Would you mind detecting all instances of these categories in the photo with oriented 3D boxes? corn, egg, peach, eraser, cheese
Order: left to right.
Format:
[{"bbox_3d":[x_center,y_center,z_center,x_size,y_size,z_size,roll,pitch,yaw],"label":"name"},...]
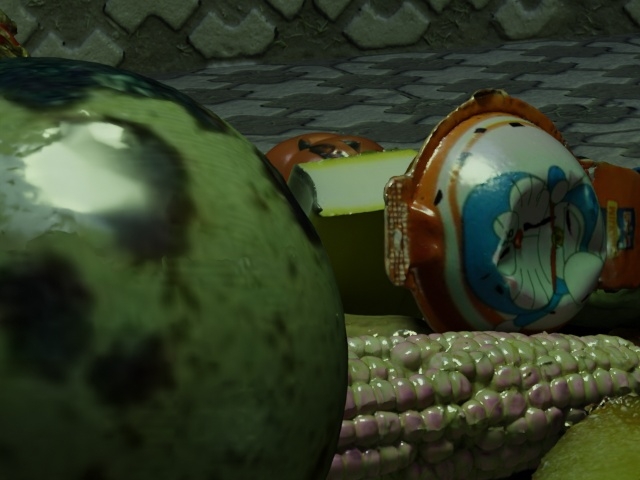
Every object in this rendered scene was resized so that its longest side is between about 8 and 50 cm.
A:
[{"bbox_3d":[-0.168,0.060,0.967,0.345,0.345,0.428,-8,18,-21],"label":"egg"},{"bbox_3d":[0.030,0.018,1.395,0.158,0.226,0.069,-9,53,-25],"label":"eraser"},{"bbox_3d":[0.088,0.120,1.159,0.335,0.127,0.126,-7,15,-20],"label":"corn"},{"bbox_3d":[0.176,-0.010,1.284,0.329,0.217,0.129,1,0,-38],"label":"cheese"},{"bbox_3d":[0.223,0.178,1.027,0.189,0.068,0.279,-12,18,2],"label":"peach"}]

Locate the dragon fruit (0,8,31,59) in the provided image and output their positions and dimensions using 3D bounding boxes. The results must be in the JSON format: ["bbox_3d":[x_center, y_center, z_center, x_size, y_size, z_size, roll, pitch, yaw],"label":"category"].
[{"bbox_3d":[-0.375,-0.088,1.784,0.262,0.314,0.296,24,23,19],"label":"dragon fruit"}]

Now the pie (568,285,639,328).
[{"bbox_3d":[0.249,0.037,1.518,0.306,0.071,0.306,-2,5,0],"label":"pie"}]

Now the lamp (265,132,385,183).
[{"bbox_3d":[0.011,-0.015,1.572,0.187,0.188,0.164,9,16,37],"label":"lamp"}]

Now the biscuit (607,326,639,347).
[{"bbox_3d":[0.308,0.120,1.295,0.179,0.039,0.236,2,14,-3],"label":"biscuit"}]

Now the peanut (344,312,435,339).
[{"bbox_3d":[0.025,0.100,1.308,0.214,0.090,0.098,7,7,29],"label":"peanut"}]
